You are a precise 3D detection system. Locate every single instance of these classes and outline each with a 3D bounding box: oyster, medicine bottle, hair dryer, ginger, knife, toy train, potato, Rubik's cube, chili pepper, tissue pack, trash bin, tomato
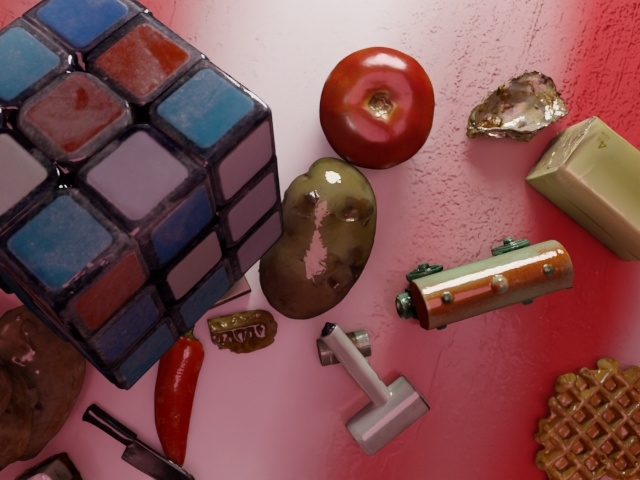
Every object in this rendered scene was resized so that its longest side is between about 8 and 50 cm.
[{"bbox_3d":[0.325,-0.213,1.401,0.177,0.056,0.105,-33,86,-7],"label":"oyster"},{"bbox_3d":[0.038,0.175,1.361,0.083,0.047,0.047,-12,90,-6],"label":"medicine bottle"},{"bbox_3d":[0.064,0.224,1.318,0.131,0.073,0.236,-38,115,-5],"label":"hair dryer"},{"bbox_3d":[-0.449,0.223,1.181,0.155,0.304,0.244,20,102,1],"label":"ginger"},{"bbox_3d":[-0.282,0.342,1.322,0.230,0.028,0.060,34,117,2],"label":"knife"},{"bbox_3d":[0.262,0.068,1.324,0.286,0.177,0.116,-15,90,-6],"label":"toy train"},{"bbox_3d":[0.000,0.000,1.313,0.165,0.165,0.262,17,93,-6],"label":"potato"},{"bbox_3d":[-0.283,-0.066,1.104,0.359,0.362,0.363,40,67,19],"label":"Rubik's cube"},{"bbox_3d":[-0.227,0.231,1.324,0.071,0.063,0.272,8,90,7],"label":"chili pepper"},{"bbox_3d":[-0.412,0.395,1.251,0.099,0.149,0.106,-30,92,-6],"label":"tissue pack"},{"bbox_3d":[-0.164,0.074,1.344,0.092,0.043,0.060,-25,91,-3],"label":"trash bin"},{"bbox_3d":[0.089,-0.210,1.332,0.195,0.136,0.195,0,90,-5],"label":"tomato"},{"bbox_3d":[0.475,-0.078,1.361,0.234,0.159,0.125,38,85,-4],"label":"tissue pack"}]

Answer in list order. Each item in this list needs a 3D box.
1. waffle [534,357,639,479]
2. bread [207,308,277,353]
[{"bbox_3d":[0.490,0.327,1.405,0.253,0.056,0.249,16,87,-7],"label":"waffle"},{"bbox_3d":[-0.122,0.148,1.339,0.110,0.060,0.066,-10,60,-8],"label":"bread"}]
